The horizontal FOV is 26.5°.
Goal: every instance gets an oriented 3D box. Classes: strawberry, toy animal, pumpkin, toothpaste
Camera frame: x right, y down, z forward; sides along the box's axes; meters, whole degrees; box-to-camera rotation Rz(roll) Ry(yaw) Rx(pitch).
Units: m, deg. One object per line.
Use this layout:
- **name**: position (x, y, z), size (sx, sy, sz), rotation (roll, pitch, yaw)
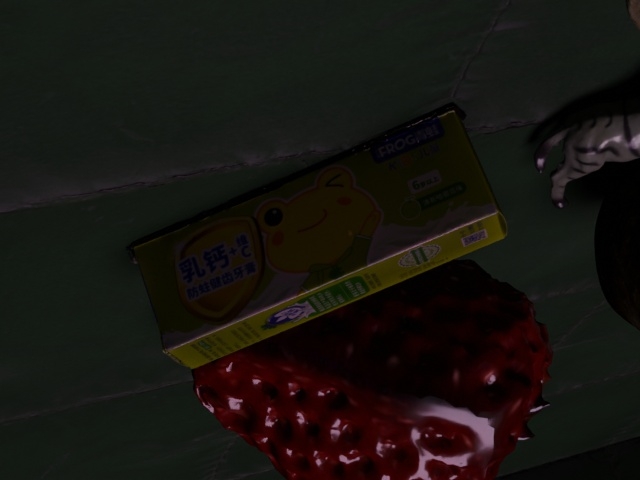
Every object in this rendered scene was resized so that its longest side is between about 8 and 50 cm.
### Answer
- **strawberry**: position (0.036, 0.130, 1.405), size (0.345, 0.295, 0.317), rotation (25, 158, -17)
- **toy animal**: position (0.302, -0.116, 1.278), size (0.217, 0.073, 0.176), rotation (-20, 152, 9)
- **pumpkin**: position (0.416, 0.016, 1.428), size (0.232, 0.242, 0.325), rotation (-21, -175, 43)
- **toothpaste**: position (0.000, 0.000, 1.215), size (0.327, 0.110, 0.077), rotation (-23, 160, 5)

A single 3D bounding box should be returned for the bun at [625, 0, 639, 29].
- **bun**: position (0.276, -0.205, 1.073), size (0.086, 0.055, 0.086), rotation (-31, 166, -9)
